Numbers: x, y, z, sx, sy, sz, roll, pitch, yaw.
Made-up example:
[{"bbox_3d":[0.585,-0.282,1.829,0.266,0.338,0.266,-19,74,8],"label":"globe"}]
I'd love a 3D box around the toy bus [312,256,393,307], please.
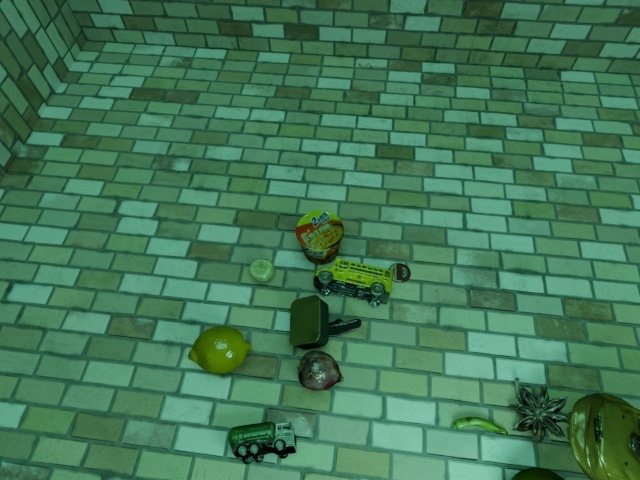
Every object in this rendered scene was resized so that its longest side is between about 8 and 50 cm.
[{"bbox_3d":[0.138,0.170,1.981,0.331,0.144,0.152,12,60,7],"label":"toy bus"}]

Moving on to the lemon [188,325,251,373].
[{"bbox_3d":[-0.391,0.426,1.813,0.245,0.186,0.186,-9,59,-1],"label":"lemon"}]

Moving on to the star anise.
[{"bbox_3d":[0.796,0.624,1.706,0.230,0.081,0.262,-41,38,10],"label":"star anise"}]

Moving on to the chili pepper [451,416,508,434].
[{"bbox_3d":[0.589,0.680,1.718,0.209,0.043,0.048,4,46,3],"label":"chili pepper"}]

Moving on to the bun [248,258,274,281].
[{"bbox_3d":[-0.259,0.133,2.056,0.115,0.069,0.115,-1,57,2],"label":"bun"}]

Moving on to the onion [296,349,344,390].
[{"bbox_3d":[0.010,0.505,1.788,0.195,0.159,0.159,20,57,-19],"label":"onion"}]

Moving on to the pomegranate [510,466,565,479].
[{"bbox_3d":[0.690,0.882,1.491,0.302,0.235,0.236,-38,65,-20],"label":"pomegranate"}]

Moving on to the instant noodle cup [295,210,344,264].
[{"bbox_3d":[0.000,0.000,2.071,0.214,0.174,0.213,-1,58,2],"label":"instant noodle cup"}]

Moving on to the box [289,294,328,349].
[{"bbox_3d":[-0.041,0.336,1.888,0.145,0.090,0.200,-19,53,26],"label":"box"}]

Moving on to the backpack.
[{"bbox_3d":[1.008,0.697,1.559,0.379,0.201,0.353,23,58,-18],"label":"backpack"}]

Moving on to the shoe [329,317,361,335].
[{"bbox_3d":[0.090,0.349,1.926,0.160,0.062,0.053,-14,32,0],"label":"shoe"}]

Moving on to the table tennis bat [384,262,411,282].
[{"bbox_3d":[0.325,0.141,2.070,0.155,0.019,0.098,6,59,1],"label":"table tennis bat"}]

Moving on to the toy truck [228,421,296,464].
[{"bbox_3d":[-0.209,0.722,1.680,0.243,0.101,0.124,-7,47,0],"label":"toy truck"}]
